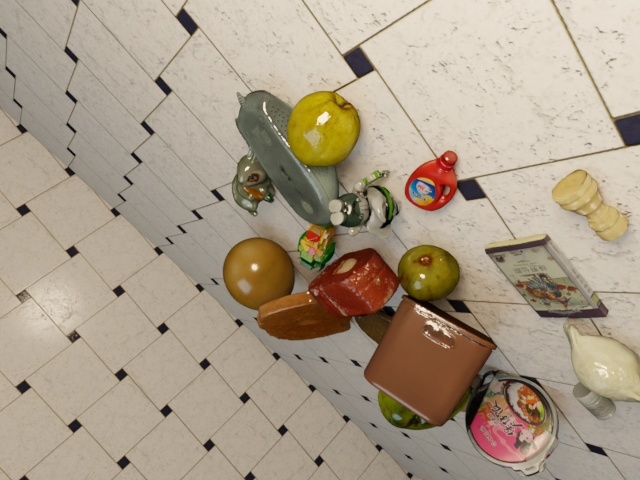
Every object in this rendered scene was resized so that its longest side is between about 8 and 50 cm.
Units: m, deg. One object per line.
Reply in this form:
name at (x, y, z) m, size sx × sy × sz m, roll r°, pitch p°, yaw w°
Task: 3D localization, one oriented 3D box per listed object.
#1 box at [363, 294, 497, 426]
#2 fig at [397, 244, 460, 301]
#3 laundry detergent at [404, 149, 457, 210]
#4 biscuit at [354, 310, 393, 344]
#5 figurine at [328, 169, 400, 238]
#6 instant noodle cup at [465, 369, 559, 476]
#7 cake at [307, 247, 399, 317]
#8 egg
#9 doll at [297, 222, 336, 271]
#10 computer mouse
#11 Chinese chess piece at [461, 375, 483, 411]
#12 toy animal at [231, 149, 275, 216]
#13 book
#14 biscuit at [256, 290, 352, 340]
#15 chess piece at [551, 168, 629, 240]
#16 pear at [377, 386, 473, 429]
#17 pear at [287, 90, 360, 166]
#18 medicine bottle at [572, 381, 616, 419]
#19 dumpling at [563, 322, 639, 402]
box at (0.277, 0.293, 1.256) m, size 0.240 × 0.229 × 0.339 m, roll 31°, pitch -178°, yaw 18°
fig at (0.259, 0.096, 1.207) m, size 0.148 × 0.142 × 0.186 m, roll 52°, pitch 156°, yaw 44°
laundry detergent at (0.234, -0.121, 0.988) m, size 0.097 × 0.049 × 0.165 m, roll 30°, pitch 153°, yaw 1°
biscuit at (0.234, 0.322, 1.743) m, size 0.262 × 0.037 × 0.262 m, roll 30°, pitch 154°, yaw 17°
figurine at (0.109, -0.073, 1.108) m, size 0.126 × 0.193 × 0.147 m, roll -22°, pitch 79°, yaw 49°
instant noodle cup at (0.583, 0.553, 1.450) m, size 0.259 × 0.302 × 0.181 m, roll -22°, pitch 137°, yaw 26°
cake at (0.098, 0.120, 1.429) m, size 0.151 × 0.177 × 0.283 m, roll 45°, pitch 149°, yaw -13°
egg at (-0.216, 0.127, 1.774) m, size 0.250 × 0.250 × 0.322 m, roll 25°, pitch 161°, yaw 27°
doll at (-0.005, 0.005, 1.445) m, size 0.106 × 0.134 × 0.186 m, roll 32°, pitch 147°, yaw 18°
computer mouse at (-0.066, -0.207, 1.164) m, size 0.370 × 0.122 × 0.188 m, roll 54°, pitch 153°, yaw -14°
Chinese chess piece at (0.427, 0.483, 1.677) m, size 0.250 × 0.103 × 0.249 m, roll 29°, pitch 152°, yaw 17°
toy animal at (-0.197, -0.186, 1.389) m, size 0.127 × 0.125 × 0.251 m, roll 7°, pitch 144°, yaw 1°
book at (0.473, 0.085, 1.039) m, size 0.231 × 0.026 × 0.157 m, roll 46°, pitch 154°, yaw -14°
biscuit at (-0.053, 0.278, 1.783) m, size 0.455 × 0.350 × 0.078 m, roll 94°, pitch 165°, yaw -64°
chess piece at (0.448, -0.054, 0.803) m, size 0.122 × 0.066 × 0.066 m, roll 37°, pitch 156°, yaw -11°
pear at (0.303, 0.482, 1.480) m, size 0.238 × 0.255 × 0.164 m, roll 38°, pitch 130°, yaw 8°
pear at (0.008, -0.229, 1.005) m, size 0.149 × 0.149 × 0.162 m, roll 40°, pitch 143°, yaw -3°
medicine bottle at (0.691, 0.403, 1.237) m, size 0.091 × 0.058 × 0.058 m, roll 43°, pitch 155°, yaw -9°
dumpling at (0.624, 0.283, 1.064) m, size 0.216 × 0.126 × 0.166 m, roll 18°, pitch 164°, yaw 32°
